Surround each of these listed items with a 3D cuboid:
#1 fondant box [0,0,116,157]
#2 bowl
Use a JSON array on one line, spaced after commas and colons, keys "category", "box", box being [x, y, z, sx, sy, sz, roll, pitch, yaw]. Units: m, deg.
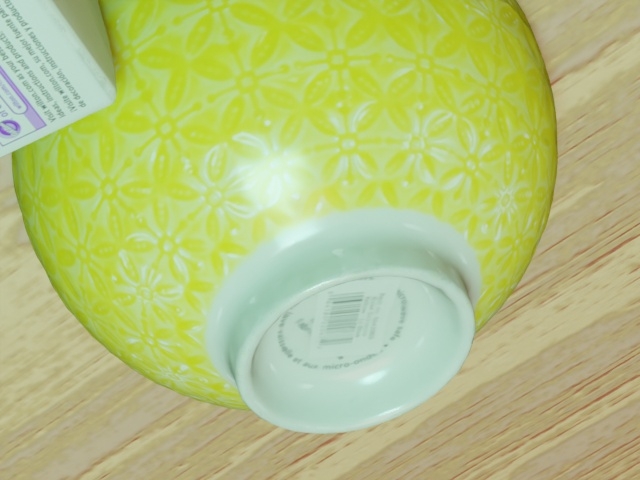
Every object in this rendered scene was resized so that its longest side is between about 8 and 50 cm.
[{"category": "fondant box", "box": [-0.282, -0.089, 0.490, 0.330, 0.096, 0.238, -25, 136, 5]}, {"category": "bowl", "box": [0.000, 0.000, 0.633, 0.289, 0.156, 0.289, -10, 135, -10]}]
